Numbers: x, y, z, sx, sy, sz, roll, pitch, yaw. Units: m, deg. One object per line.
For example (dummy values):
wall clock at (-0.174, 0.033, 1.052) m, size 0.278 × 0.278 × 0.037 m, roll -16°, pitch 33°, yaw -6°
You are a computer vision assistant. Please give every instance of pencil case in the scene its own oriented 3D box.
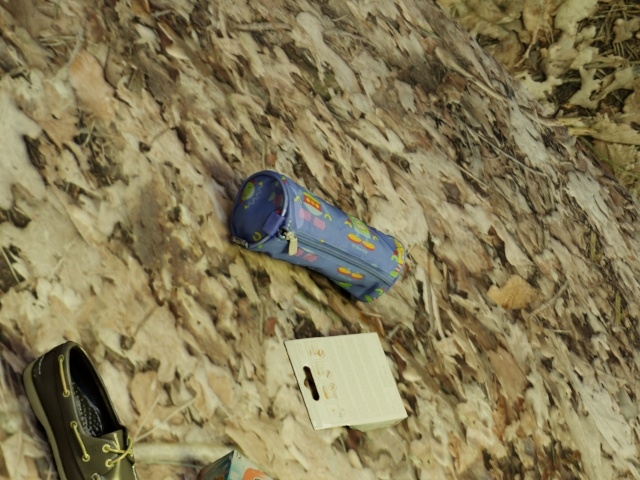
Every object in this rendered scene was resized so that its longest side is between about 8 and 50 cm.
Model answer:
pencil case at (0.000, 0.000, 1.900) m, size 0.306 × 0.119 × 0.133 m, roll 26°, pitch 17°, yaw -41°

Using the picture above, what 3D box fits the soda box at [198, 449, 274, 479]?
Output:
soda box at (-0.068, 0.337, 1.523) m, size 0.183 × 0.063 × 0.058 m, roll 42°, pitch 33°, yaw -24°

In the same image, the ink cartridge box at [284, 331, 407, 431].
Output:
ink cartridge box at (0.031, 0.214, 1.838) m, size 0.179 × 0.045 × 0.145 m, roll -3°, pitch 62°, yaw -37°

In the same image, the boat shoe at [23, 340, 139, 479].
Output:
boat shoe at (-0.248, 0.220, 1.364) m, size 0.081 × 0.069 × 0.227 m, roll -15°, pitch 74°, yaw -59°
